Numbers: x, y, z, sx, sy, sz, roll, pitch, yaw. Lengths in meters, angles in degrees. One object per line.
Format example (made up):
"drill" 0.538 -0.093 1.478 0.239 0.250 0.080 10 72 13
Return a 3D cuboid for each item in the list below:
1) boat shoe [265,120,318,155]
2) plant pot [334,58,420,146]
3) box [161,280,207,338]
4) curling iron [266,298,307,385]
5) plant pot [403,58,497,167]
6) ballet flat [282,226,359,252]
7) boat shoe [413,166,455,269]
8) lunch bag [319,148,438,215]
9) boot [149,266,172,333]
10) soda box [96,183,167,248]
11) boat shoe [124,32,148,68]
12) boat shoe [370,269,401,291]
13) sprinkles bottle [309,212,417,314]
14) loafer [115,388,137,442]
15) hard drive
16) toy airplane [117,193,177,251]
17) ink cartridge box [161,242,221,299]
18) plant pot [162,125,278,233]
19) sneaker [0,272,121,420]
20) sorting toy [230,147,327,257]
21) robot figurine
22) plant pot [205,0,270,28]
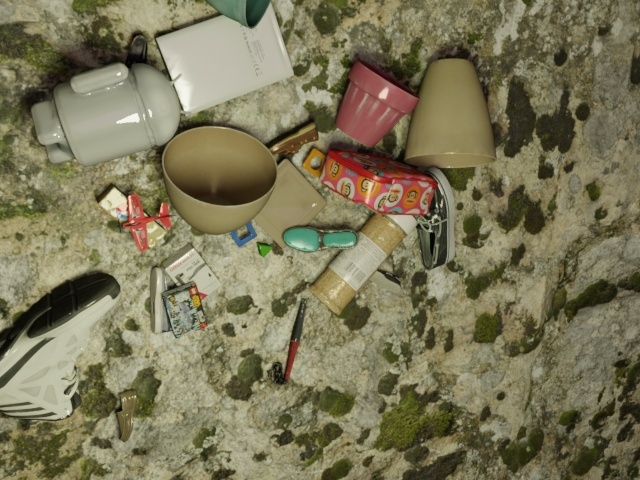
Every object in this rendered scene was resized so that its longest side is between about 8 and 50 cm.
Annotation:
"boat shoe" -0.081 -0.258 1.953 0.178 0.064 0.060 -30 111 -14
"plant pot" 0.136 -0.360 1.952 0.201 0.201 0.180 24 109 -25
"box" -0.359 0.185 1.919 0.093 0.027 0.137 -21 122 -18
"curling iron" -0.088 0.300 2.114 0.068 0.035 0.274 18 97 -25
"plant pot" 0.364 -0.356 2.022 0.256 0.256 0.274 3 87 -22
"ballet flat" 0.000 0.000 2.014 0.213 0.068 0.072 1 88 -2
"boat shoe" 0.323 -0.060 2.137 0.104 0.113 0.306 -23 121 -30
"lunch bag" 0.147 -0.164 1.967 0.293 0.258 0.120 2 113 -44
"boot" -0.408 0.157 1.941 0.086 0.069 0.190 -5 114 -27
"soda box" -0.482 -0.061 1.852 0.061 0.058 0.181 -48 114 -4
"boat shoe" -0.451 -0.440 1.774 0.048 0.042 0.133 6 103 -25
"boat shoe" 0.191 0.111 2.172 0.125 0.038 0.046 28 134 -20
"sprinkles bottle" 0.122 0.044 2.081 0.121 0.121 0.355 43 87 -25
"loafer" -0.536 0.477 1.978 0.050 0.056 0.148 9 90 -22
"hard drive" -0.240 -0.467 1.848 0.307 0.040 0.203 -24 111 -14
"toy airplane" -0.437 -0.053 1.824 0.151 0.028 0.151 -6 107 -21
"ink cartridge box" -0.346 0.091 1.946 0.099 0.056 0.135 -38 114 -7
"plant pot" -0.263 -0.125 1.832 0.284 0.284 0.191 -4 141 -20
"sneaker" -0.649 0.286 1.846 0.447 0.169 0.257 -35 123 -1
"sorting toy" -0.102 -0.104 1.998 0.348 0.047 0.196 -46 119 -4
"robot figurine" -0.484 -0.296 1.700 0.353 0.300 0.200 -18 66 -11
"plant pot" -0.211 -0.672 1.696 0.196 0.293 0.293 20 97 2
